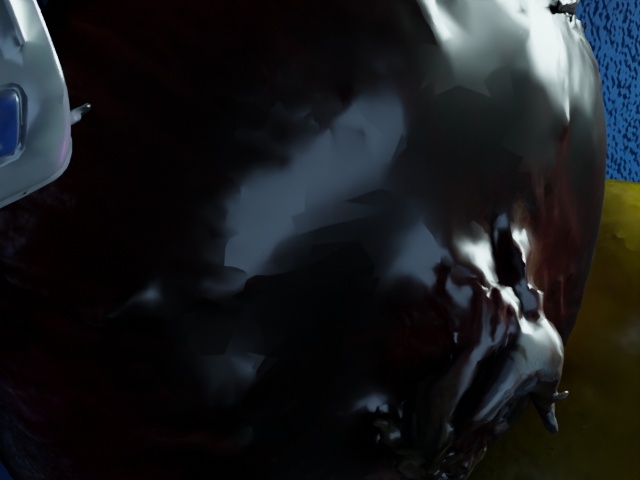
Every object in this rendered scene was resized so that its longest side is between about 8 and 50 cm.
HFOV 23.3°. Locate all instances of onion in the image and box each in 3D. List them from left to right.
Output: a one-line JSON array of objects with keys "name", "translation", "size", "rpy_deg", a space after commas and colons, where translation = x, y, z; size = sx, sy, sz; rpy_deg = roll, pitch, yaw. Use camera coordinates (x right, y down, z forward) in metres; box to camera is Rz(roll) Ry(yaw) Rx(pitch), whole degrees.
[{"name": "onion", "translation": [0.000, 0.000, 0.631], "size": [0.314, 0.232, 0.314], "rpy_deg": [-20, 121, -35]}]

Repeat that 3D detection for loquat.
[{"name": "loquat", "translation": [0.156, 0.083, 0.833], "size": [0.244, 0.244, 0.244], "rpy_deg": [-20, 121, -37]}]

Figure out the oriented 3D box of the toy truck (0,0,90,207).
[{"name": "toy truck", "translation": [-0.160, -0.118, 0.433], "size": [0.124, 0.155, 0.268], "rpy_deg": [-28, 105, -33]}]
